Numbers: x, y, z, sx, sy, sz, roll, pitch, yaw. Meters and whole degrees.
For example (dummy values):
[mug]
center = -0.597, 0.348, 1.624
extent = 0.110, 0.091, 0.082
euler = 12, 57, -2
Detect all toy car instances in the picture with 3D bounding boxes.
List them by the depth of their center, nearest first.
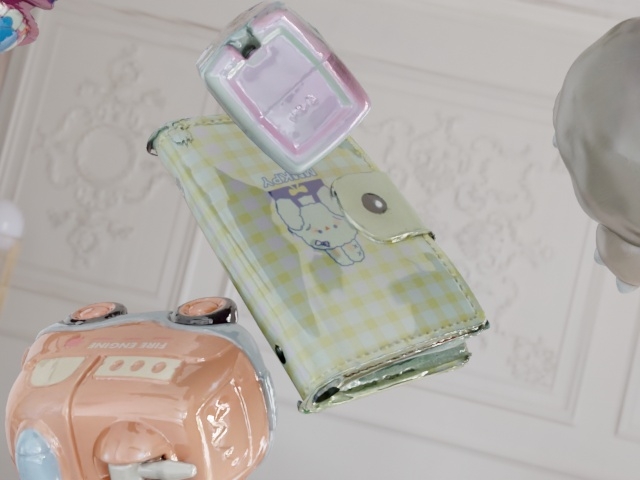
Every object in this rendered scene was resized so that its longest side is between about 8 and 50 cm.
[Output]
[toy car]
center = -0.185, 0.175, 1.124
extent = 0.271, 0.180, 0.212
euler = -3, 18, 22

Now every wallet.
[wallet]
center = 0.000, 0.000, 1.092
extent = 0.223, 0.309, 0.077
euler = -15, -30, -31

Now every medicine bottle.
[medicine bottle]
center = -0.037, -0.132, 0.961
extent = 0.119, 0.094, 0.188
euler = 47, 2, -15

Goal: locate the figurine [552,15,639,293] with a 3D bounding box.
[figurine]
center = 0.356, -0.122, 1.008
extent = 0.203, 0.248, 0.381
euler = 1, -27, -39

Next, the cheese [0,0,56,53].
[cheese]
center = -0.269, -0.186, 0.879
extent = 0.244, 0.062, 0.155
euler = -1, -20, 45
